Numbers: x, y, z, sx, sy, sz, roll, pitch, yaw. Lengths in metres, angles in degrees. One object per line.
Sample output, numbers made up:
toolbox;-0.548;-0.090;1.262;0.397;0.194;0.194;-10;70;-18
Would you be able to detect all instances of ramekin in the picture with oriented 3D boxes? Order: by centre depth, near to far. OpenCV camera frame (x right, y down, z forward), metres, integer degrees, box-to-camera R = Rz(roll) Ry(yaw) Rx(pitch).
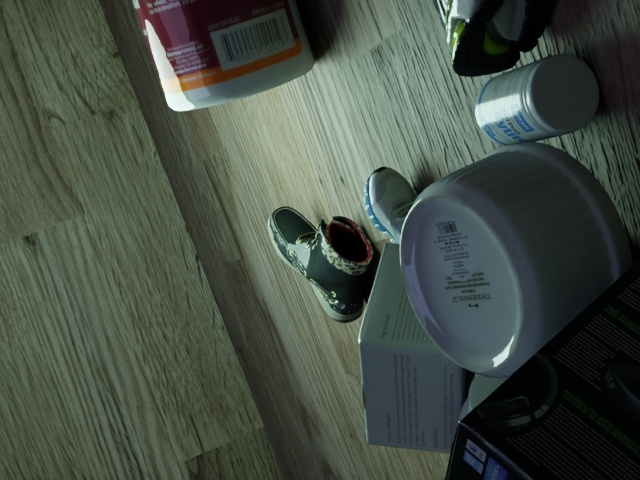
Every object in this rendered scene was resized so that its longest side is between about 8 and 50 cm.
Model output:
ramekin;0.162;0.024;0.882;0.207;0.109;0.207;38;137;46

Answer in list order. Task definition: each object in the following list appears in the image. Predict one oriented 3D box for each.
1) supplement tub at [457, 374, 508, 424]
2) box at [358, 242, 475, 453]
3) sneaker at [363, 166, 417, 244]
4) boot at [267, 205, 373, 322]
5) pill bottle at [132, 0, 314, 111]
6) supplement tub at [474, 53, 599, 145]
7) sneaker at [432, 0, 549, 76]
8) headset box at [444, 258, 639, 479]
supplement tub;0.225;0.241;1.104;0.144;0.144;0.199;50;155;45
box;0.122;0.127;1.184;0.182;0.119;0.181;-71;-19;-47
sneaker;0.123;-0.009;1.260;0.190;0.071;0.083;63;158;-12
boot;0.002;0.000;1.589;0.236;0.085;0.178;53;156;23
pill bottle;-0.166;-0.396;1.375;0.224;0.224;0.392;22;132;67
supplement tub;0.192;-0.124;0.891;0.071;0.071;0.107;70;164;-4
sneaker;0.138;-0.272;0.821;0.300;0.111;0.121;100;148;-56
headset box;0.236;0.154;0.767;0.131;0.283;0.246;39;151;29
